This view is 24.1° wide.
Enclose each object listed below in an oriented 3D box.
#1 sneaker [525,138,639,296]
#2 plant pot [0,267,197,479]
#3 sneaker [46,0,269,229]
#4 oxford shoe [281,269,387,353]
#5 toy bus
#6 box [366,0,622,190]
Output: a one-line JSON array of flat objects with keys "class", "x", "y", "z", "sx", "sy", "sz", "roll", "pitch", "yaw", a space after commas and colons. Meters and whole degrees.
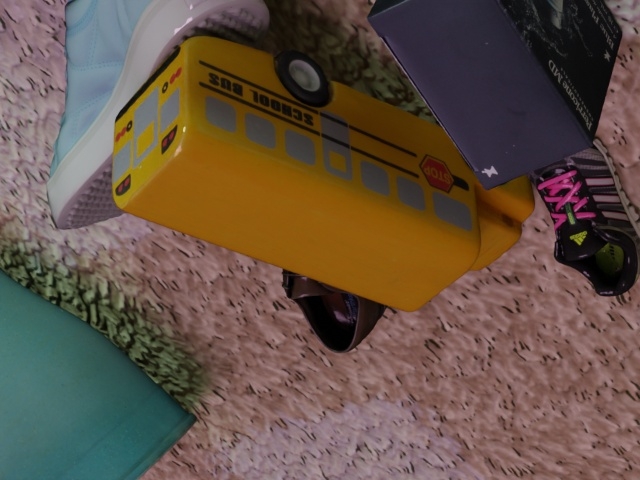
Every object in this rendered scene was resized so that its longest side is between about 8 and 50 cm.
[{"class": "sneaker", "x": 0.206, "y": -0.023, "z": 1.183, "sx": 0.063, "sy": 0.075, "sz": 0.170, "roll": -22, "pitch": 117, "yaw": 34}, {"class": "plant pot", "x": -0.303, "y": 0.170, "z": 1.436, "sx": 0.255, "sy": 0.271, "sz": 0.271, "roll": 48, "pitch": 130, "yaw": 0}, {"class": "sneaker", "x": -0.152, "y": -0.144, "z": 1.222, "sx": 0.366, "sy": 0.135, "sz": 0.150, "roll": -48, "pitch": 63, "yaw": 50}, {"class": "oxford shoe", "x": 0.000, "y": 0.000, "z": 1.273, "sx": 0.082, "sy": 0.096, "sz": 0.227, "roll": -7, "pitch": 123, "yaw": 29}, {"class": "toy bus", "x": 0.013, "y": -0.042, "z": 1.138, "sx": 0.332, "sy": 0.130, "sz": 0.108, "roll": 21, "pitch": 137, "yaw": -30}, {"class": "box", "x": 0.128, "y": -0.150, "z": 1.055, "sx": 0.093, "sy": 0.158, "sz": 0.156, "roll": -21, "pitch": 118, "yaw": 34}]
